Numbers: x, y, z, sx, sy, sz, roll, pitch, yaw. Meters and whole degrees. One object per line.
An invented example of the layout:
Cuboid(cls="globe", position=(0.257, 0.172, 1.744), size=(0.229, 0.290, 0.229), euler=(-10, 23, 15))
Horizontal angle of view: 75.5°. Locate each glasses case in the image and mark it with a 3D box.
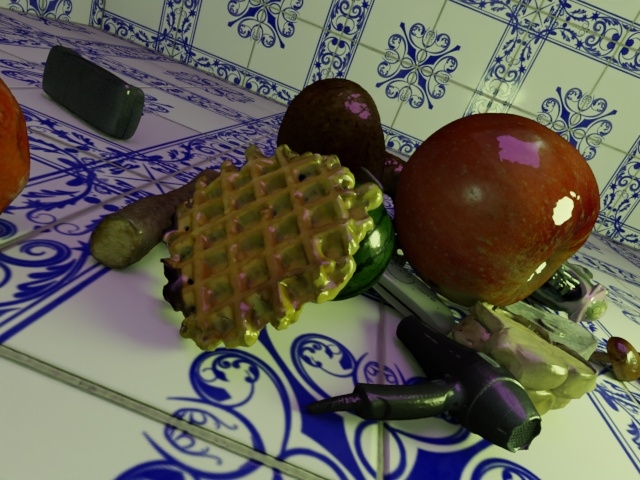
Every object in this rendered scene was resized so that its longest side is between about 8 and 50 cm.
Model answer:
Cuboid(cls="glasses case", position=(-0.563, -0.365, 1.014), size=(0.323, 0.131, 0.074), euler=(32, 18, 23))
Cuboid(cls="glasses case", position=(0.149, 0.091, 0.723), size=(0.197, 0.049, 0.076), euler=(41, 32, 13))

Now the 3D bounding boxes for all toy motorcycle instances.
Cuboid(cls="toy motorcycle", position=(0.588, 0.114, 1.016), size=(0.188, 0.143, 0.327), euler=(42, 13, 22))

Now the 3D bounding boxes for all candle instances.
Cuboid(cls="candle", position=(0.413, 0.185, 0.761), size=(0.192, 0.068, 0.168), euler=(19, 22, 2))

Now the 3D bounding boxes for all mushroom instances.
Cuboid(cls="mushroom", position=(0.080, -0.193, 0.925), size=(0.355, 0.335, 0.331), euler=(-9, -13, 5))
Cuboid(cls="mushroom", position=(0.574, 0.228, 0.815), size=(0.129, 0.073, 0.088), euler=(15, 65, -1))

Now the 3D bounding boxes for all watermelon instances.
Cuboid(cls="watermelon", position=(0.030, -0.007, 0.647), size=(0.188, 0.214, 0.188), euler=(50, -11, 14))

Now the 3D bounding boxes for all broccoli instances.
Cuboid(cls="broccoli", position=(0.141, 0.002, 0.906), size=(0.122, 0.118, 0.204), euler=(-2, -4, 21))

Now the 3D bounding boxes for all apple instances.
Cuboid(cls="apple", position=(0.299, -0.051, 0.738), size=(0.348, 0.349, 0.277), euler=(-2, 41, -45))

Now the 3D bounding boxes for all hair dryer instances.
Cuboid(cls="hair dryer", position=(0.099, 0.165, 0.506), size=(0.271, 0.092, 0.235), euler=(5, 18, -27))

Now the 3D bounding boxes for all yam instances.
Cuboid(cls="yam", position=(-0.239, -0.056, 0.684), size=(0.081, 0.081, 0.357), euler=(22, 22, -2))

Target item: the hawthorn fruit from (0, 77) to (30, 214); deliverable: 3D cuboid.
Cuboid(cls="hawthorn fruit", position=(-0.445, -0.096, 0.443), size=(0.241, 0.242, 0.271), euler=(15, -8, -18))

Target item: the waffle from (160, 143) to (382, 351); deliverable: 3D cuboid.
Cuboid(cls="waffle", position=(-0.087, -0.015, 0.537), size=(0.311, 0.307, 0.060), euler=(27, -24, 39))

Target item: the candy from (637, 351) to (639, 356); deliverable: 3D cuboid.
Cuboid(cls="candy", position=(0.737, 0.314, 0.761), size=(0.186, 0.077, 0.331), euler=(19, 20, -15))

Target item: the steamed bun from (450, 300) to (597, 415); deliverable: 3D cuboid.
Cuboid(cls="steamed bun", position=(0.282, 0.178, 0.609), size=(0.192, 0.106, 0.177), euler=(15, 17, -40))
